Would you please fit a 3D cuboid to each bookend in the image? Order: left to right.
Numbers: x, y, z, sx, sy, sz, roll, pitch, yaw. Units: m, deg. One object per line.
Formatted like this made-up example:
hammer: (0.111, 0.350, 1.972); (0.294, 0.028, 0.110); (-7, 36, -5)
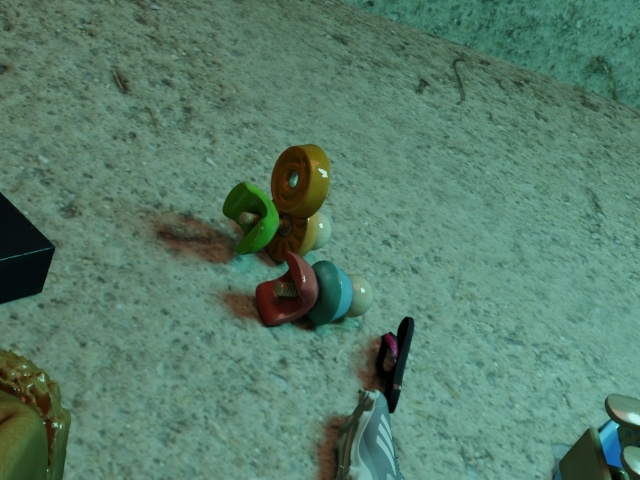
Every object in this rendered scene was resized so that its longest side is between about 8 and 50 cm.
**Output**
bookend: (-0.420, 0.005, 1.275); (0.156, 0.072, 0.157); (40, 33, 25)

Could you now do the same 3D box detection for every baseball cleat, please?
baseball cleat: (0.066, 0.261, 1.269); (0.109, 0.072, 0.206); (36, 33, -10)

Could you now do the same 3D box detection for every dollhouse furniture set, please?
dollhouse furniture set: (0.282, 0.311, 1.190); (0.161, 0.212, 0.242); (17, 37, -15)

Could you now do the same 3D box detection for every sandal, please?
sandal: (0.093, 0.155, 1.449); (0.040, 0.067, 0.179); (15, 32, 3)

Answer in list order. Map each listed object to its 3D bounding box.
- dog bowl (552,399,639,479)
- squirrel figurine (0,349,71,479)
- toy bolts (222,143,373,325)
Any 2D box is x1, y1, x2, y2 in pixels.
dog bowl: (0.422, 0.305, 1.453); (0.166, 0.074, 0.297); (38, 32, 20)
squirrel figurine: (-0.404, 0.180, 0.864); (0.370, 0.281, 0.397); (12, 27, -2)
toy bolts: (0.000, 0.000, 1.507); (0.158, 0.218, 0.228); (9, 51, -39)
